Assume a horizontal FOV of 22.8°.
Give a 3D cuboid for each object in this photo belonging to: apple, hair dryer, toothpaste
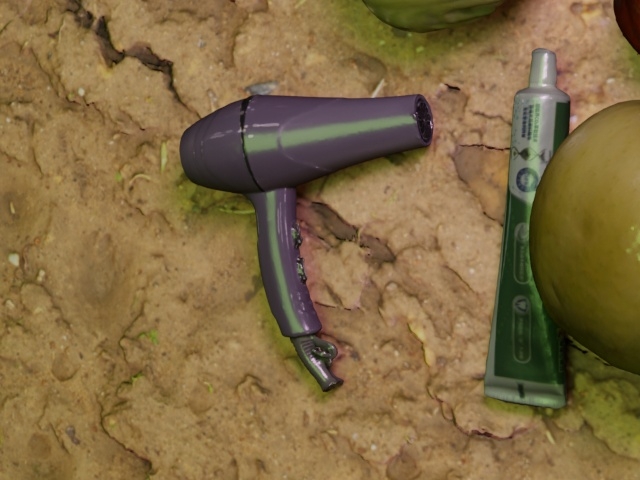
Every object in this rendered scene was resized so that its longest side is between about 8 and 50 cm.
[{"bbox_3d":[0.341,0.004,1.570,0.295,0.233,0.258,33,102,28],"label":"apple"},{"bbox_3d":[0.000,0.000,1.873,0.301,0.121,0.361,-6,96,22],"label":"hair dryer"},{"bbox_3d":[0.235,-0.014,1.738,0.098,0.061,0.392,5,95,31],"label":"toothpaste"}]

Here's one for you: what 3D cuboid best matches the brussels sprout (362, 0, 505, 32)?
[{"bbox_3d":[0.127,-0.341,1.727,0.244,0.244,0.244,0,89,31],"label":"brussels sprout"}]

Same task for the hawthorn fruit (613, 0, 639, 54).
[{"bbox_3d":[0.403,-0.241,1.581,0.202,0.185,0.185,34,107,9],"label":"hawthorn fruit"}]
